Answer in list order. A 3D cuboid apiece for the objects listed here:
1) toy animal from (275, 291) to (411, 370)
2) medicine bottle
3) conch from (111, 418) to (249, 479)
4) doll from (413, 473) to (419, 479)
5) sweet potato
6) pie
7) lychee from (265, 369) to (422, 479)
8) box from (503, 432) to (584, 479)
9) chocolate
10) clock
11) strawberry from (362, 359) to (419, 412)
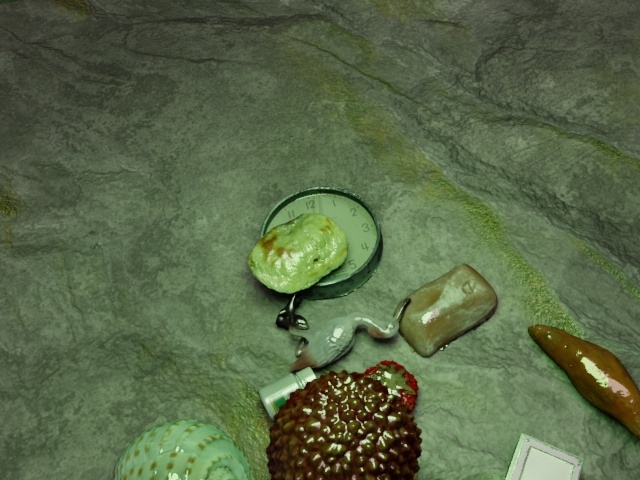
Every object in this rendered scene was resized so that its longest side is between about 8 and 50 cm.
[{"bbox_3d":[0.041,0.215,1.562,0.324,0.090,0.195,1,68,15],"label":"toy animal"},{"bbox_3d":[-0.068,0.342,1.500,0.130,0.080,0.080,-25,57,-11],"label":"medicine bottle"},{"bbox_3d":[-0.302,0.487,1.353,0.319,0.215,0.303,4,46,7],"label":"conch"},{"bbox_3d":[0.184,0.496,1.389,0.061,0.051,0.093,-11,54,-34],"label":"doll"},{"bbox_3d":[0.601,0.292,1.454,0.112,0.112,0.359,-27,55,-13],"label":"sweet potato"},{"bbox_3d":[-0.061,0.020,1.635,0.248,0.090,0.201,-33,56,-19],"label":"pie"},{"bbox_3d":[0.041,0.410,1.318,0.306,0.330,0.306,9,31,-5],"label":"lychee"},{"bbox_3d":[0.422,0.520,1.328,0.129,0.086,0.225,20,61,18],"label":"box"},{"bbox_3d":[0.298,0.151,1.594,0.261,0.083,0.161,-33,57,-15],"label":"chocolate"},{"bbox_3d":[0.000,0.000,1.736,0.325,0.067,0.325,-3,56,4],"label":"clock"},{"bbox_3d":[0.147,0.332,1.485,0.145,0.086,0.145,-2,57,2],"label":"strawberry"}]
